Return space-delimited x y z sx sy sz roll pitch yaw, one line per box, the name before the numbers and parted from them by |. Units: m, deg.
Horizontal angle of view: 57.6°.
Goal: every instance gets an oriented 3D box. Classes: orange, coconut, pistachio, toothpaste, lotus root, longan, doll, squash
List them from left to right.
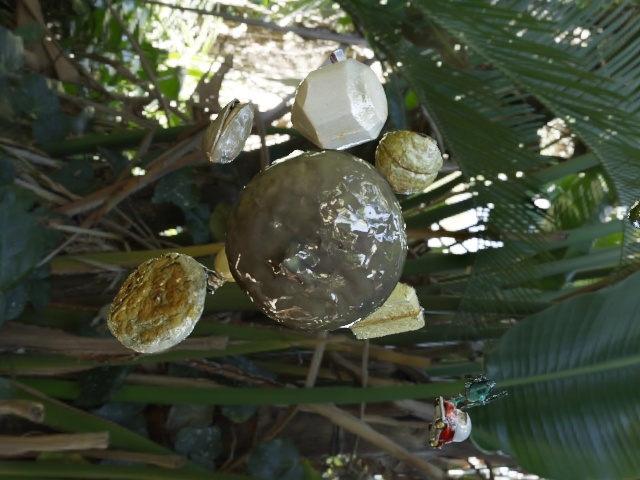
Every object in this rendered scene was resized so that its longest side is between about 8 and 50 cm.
doll | -0.347 0.084 1.553 0.165 0.139 0.057 32 -78 36
pistachio | -0.284 -0.335 1.795 0.225 0.136 0.136 -62 -176 -11
lotus root | -0.294 0.058 2.163 0.146 0.303 0.130 48 7 -50
longan | 0.000 0.000 1.231 0.391 0.392 0.390 -176 -90 -82
coconut | 0.041 -0.361 1.601 0.237 0.266 0.237 32 54 -57
toothpaste | 0.097 -0.634 2.238 0.047 0.040 0.196 -20 -85 60
orange | 0.337 -0.305 2.368 0.210 0.271 0.368 -52 174 -6
squash | 0.749 -0.058 1.341 0.258 0.069 0.069 4 90 -57

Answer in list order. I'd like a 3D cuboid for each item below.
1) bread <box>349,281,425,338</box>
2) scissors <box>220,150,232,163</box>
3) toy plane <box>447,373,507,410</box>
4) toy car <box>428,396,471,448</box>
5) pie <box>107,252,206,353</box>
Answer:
bread | 0.205 0.180 1.839 0.263 0.236 0.198 61 28 -55
scissors | -0.257 -0.225 1.597 0.083 0.006 0.036 25 -79 58
toy plane | 0.531 0.534 2.024 0.235 0.060 0.096 -35 -102 36
toy car | 0.372 0.530 1.660 0.112 0.112 0.139 -72 172 -67
pie | -0.397 0.148 1.425 0.055 0.274 0.274 61 22 -52
